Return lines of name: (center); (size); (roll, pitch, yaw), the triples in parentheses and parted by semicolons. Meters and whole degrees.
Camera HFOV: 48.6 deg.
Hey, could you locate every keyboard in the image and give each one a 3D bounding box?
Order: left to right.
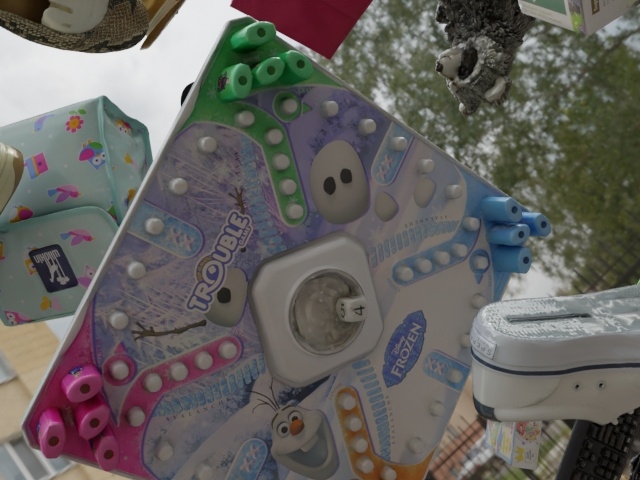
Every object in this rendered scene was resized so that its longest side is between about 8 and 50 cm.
keyboard: (0.431, 0.238, 0.980); (0.202, 0.033, 0.317); (29, -99, -32)

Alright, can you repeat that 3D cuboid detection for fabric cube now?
fabric cube: (-0.017, -0.614, 1.572); (0.259, 0.258, 0.254); (-47, 27, 44)

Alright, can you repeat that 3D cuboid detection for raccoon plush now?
raccoon plush: (0.454, -0.460, 1.574); (0.447, 0.299, 0.216); (-15, 0, -1)

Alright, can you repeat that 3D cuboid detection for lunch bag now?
lunch bag: (-0.334, -0.028, 0.934); (0.224, 0.262, 0.160); (-13, -14, 10)

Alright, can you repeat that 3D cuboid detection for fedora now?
fedora: (-0.336, -0.483, 1.461); (0.194, 0.079, 0.194); (-45, 20, 21)

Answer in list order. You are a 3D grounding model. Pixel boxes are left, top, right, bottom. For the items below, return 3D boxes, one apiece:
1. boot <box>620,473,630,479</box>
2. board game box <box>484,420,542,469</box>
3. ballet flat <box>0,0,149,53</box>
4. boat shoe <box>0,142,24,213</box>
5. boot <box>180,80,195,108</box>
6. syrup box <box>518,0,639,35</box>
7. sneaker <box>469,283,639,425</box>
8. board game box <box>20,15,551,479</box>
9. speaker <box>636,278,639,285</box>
boot: (0.636, 0.593, 1.463); (0.089, 0.236, 0.269); (-52, 20, 20)
board game box: (0.209, 0.152, 0.751); (0.103, 0.026, 0.154); (108, 171, -85)
ballet flat: (-0.520, -0.436, 1.188); (0.483, 0.182, 0.163); (15, -89, -23)
boat shoe: (-0.456, 0.008, 0.803); (0.098, 0.109, 0.302); (30, -86, -45)
boot: (-0.185, -0.142, 1.108); (0.106, 0.082, 0.219); (-110, 27, -71)
syrup box: (0.302, -0.298, 0.668); (0.237, 0.093, 0.096); (-34, -50, -8)
sneaker: (0.236, 0.093, 0.556); (0.258, 0.094, 0.091); (0, -63, -7)
board game box: (0.006, 0.064, 0.639); (0.390, 0.050, 0.389); (29, -98, -27)
speaker: (0.572, 0.083, 1.111); (0.131, 0.131, 0.296); (-29, -37, -37)
